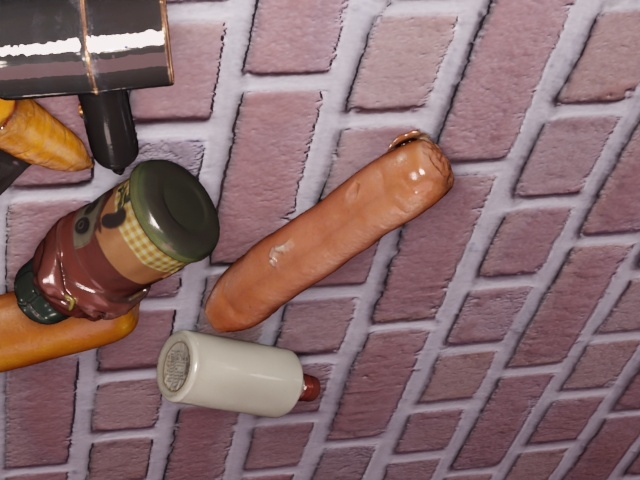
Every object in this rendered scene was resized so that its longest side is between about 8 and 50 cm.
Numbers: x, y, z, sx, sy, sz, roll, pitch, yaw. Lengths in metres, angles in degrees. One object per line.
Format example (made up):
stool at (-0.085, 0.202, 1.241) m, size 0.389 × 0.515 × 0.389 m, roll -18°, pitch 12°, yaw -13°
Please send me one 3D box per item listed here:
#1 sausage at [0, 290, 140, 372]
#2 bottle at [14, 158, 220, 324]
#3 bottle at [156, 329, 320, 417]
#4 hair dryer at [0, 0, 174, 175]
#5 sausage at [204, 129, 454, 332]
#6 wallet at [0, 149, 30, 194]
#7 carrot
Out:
sausage at (-0.364, 0.108, 2.163) m, size 0.274 × 0.105 × 0.105 m, roll -15°, pitch 151°, yaw 6°
bottle at (-0.255, 0.021, 1.997) m, size 0.271 × 0.143 × 0.156 m, roll -30°, pitch 163°, yaw 31°
bottle at (-0.106, 0.195, 2.400) m, size 0.245 × 0.104 × 0.104 m, roll 14°, pitch 143°, yaw -37°
hair dryer at (-0.246, -0.143, 1.773) m, size 0.189 × 0.107 × 0.352 m, roll -6°, pitch 156°, yaw -4°
sausage at (0.000, 0.000, 2.107) m, size 0.094 × 0.094 × 0.419 m, roll 30°, pitch 133°, yaw -30°
wallet at (-0.485, -0.074, 1.797) m, size 0.247 × 0.041 × 0.323 m, roll -45°, pitch 141°, yaw 15°
carrot at (-0.306, -0.114, 1.837) m, size 0.072 × 0.072 × 0.205 m, roll -22°, pitch 157°, yaw 19°
